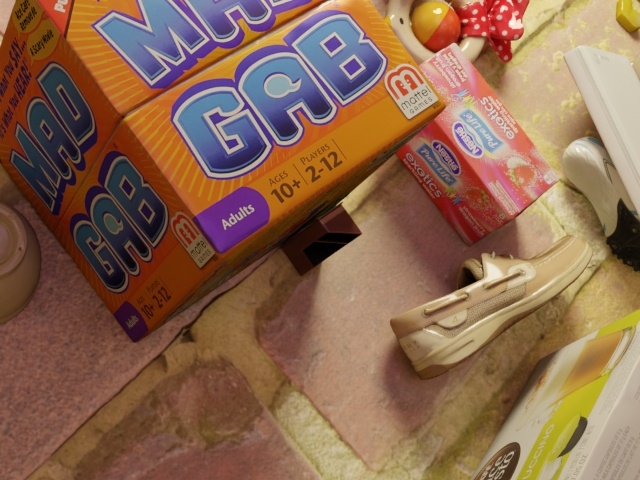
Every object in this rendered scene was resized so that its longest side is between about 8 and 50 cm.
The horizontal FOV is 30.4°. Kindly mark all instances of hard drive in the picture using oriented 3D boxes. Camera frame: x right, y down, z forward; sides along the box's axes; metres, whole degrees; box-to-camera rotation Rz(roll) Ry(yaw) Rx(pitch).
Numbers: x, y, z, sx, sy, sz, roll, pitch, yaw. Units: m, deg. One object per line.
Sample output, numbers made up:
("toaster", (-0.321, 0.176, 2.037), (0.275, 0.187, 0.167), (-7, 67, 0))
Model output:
("hard drive", (0.498, -0.156, 1.852), (0.203, 0.040, 0.307), (-3, 67, -54))

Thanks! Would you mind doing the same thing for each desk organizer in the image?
("desk organizer", (0.000, 0.000, 1.571), (0.047, 0.130, 0.050), (-35, 89, -31))

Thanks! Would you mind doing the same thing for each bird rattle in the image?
("bird rattle", (0.192, -0.344, 1.821), (0.253, 0.143, 0.207), (41, 71, -20))

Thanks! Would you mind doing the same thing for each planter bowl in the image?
("planter bowl", (-0.405, 0.015, 1.396), (0.162, 0.109, 0.162), (8, 68, -22))

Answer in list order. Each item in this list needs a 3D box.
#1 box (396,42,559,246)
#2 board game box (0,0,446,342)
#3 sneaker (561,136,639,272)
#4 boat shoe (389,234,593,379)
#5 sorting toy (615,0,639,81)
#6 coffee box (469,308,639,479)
("box", (0.206, -0.138, 1.717), (0.122, 0.128, 0.257), (-37, 89, -31))
("board game box", (-0.147, -0.153, 1.431), (0.356, 0.356, 0.356), (-35, 88, -31))
("sneaker", (0.465, -0.059, 1.832), (0.086, 0.085, 0.237), (-30, 88, -37))
("boat shoe", (0.248, 0.066, 1.663), (0.341, 0.121, 0.110), (-31, 86, -29))
("sorting toy", (0.618, -0.308, 2.016), (0.307, 0.041, 0.229), (48, 60, -1))
("coffee box", (0.413, 0.339, 1.510), (0.338, 0.334, 0.337), (39, 61, -4))
